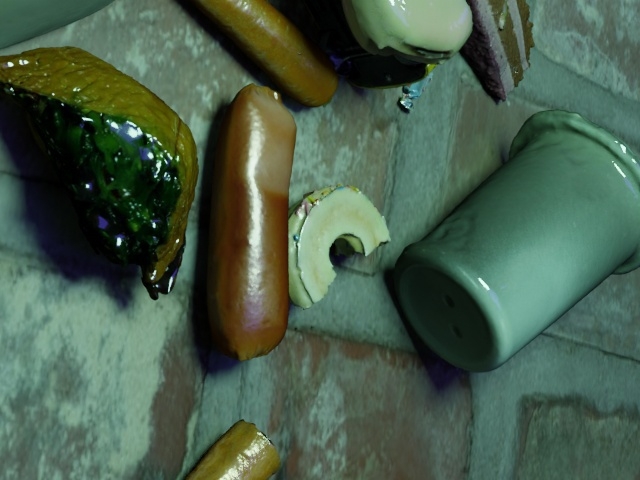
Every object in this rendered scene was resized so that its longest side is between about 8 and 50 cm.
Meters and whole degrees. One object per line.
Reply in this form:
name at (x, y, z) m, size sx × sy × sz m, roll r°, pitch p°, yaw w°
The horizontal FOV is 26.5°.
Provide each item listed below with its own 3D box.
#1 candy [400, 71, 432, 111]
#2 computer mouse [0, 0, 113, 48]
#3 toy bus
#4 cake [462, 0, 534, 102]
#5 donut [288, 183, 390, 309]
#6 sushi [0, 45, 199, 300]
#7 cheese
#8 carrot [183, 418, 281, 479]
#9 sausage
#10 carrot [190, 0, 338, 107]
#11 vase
candy at (0.122, -0.196, 1.694) m, size 0.030 × 0.020 × 0.083 m, roll 45°, pitch 58°, yaw -32°
computer mouse at (-0.281, -0.255, 1.231) m, size 0.331 × 0.095 × 0.197 m, roll -29°, pitch 145°, yaw -37°
toy bus at (0.035, -0.336, 1.538) m, size 0.151 × 0.145 × 0.331 m, roll -48°, pitch 118°, yaw -32°
cake at (0.199, -0.312, 1.743) m, size 0.116 × 0.113 × 0.295 m, roll -56°, pitch 135°, yaw -27°
donut at (0.000, -0.005, 1.543) m, size 0.166 × 0.065 × 0.108 m, roll -36°, pitch 111°, yaw -37°
sushi at (-0.200, -0.078, 1.306) m, size 0.140 × 0.149 × 0.287 m, roll -53°, pitch 126°, yaw -26°
cheese at (0.098, -0.333, 1.447) m, size 0.163 × 0.082 × 0.286 m, roll 8°, pitch 85°, yaw -38°
carrot at (-0.132, 0.277, 1.414) m, size 0.205 × 0.072 × 0.072 m, roll -41°, pitch 114°, yaw -29°
sausage at (-0.078, -0.019, 1.462) m, size 0.089 × 0.083 × 0.300 m, roll 9°, pitch 79°, yaw -36°
carrot at (-0.059, -0.223, 1.500) m, size 0.225 × 0.067 × 0.067 m, roll 39°, pitch 63°, yaw -32°
vase at (0.241, 0.015, 1.674) m, size 0.291 × 0.245 × 0.245 m, roll -38°, pitch 113°, yaw -28°
